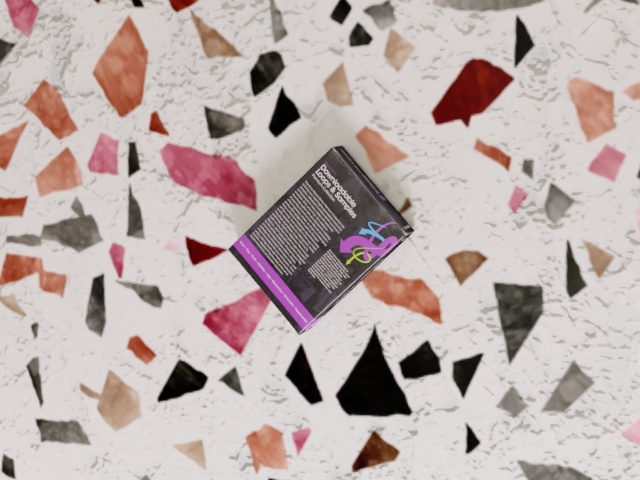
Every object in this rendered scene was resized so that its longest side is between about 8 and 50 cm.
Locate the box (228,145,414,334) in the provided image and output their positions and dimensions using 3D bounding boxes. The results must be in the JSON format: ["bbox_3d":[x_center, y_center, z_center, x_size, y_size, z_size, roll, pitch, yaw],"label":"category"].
[{"bbox_3d":[0.000,0.000,1.579,0.162,0.029,0.116,-43,81,25],"label":"box"}]
